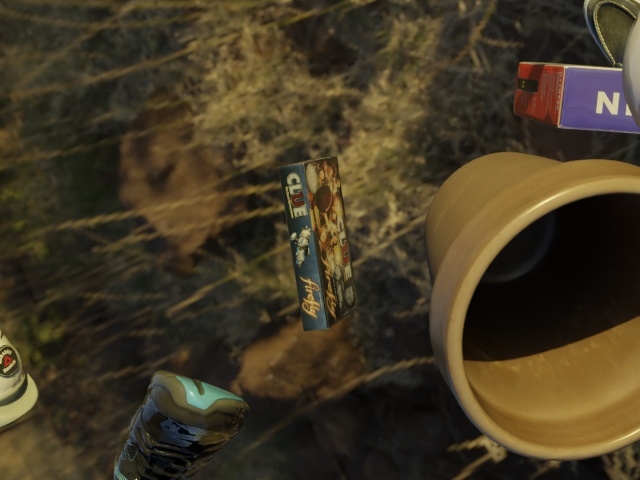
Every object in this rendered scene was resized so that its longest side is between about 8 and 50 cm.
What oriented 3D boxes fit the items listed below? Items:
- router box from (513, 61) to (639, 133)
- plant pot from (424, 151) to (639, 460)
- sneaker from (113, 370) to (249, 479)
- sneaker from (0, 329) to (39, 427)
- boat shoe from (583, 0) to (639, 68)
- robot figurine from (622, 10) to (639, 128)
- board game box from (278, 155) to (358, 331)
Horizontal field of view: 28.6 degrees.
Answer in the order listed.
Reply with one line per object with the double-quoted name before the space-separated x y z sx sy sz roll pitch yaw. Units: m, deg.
"router box" 0.461 -0.194 1.742 0.301 0.335 0.082 -98 12 -81
"plant pot" 0.200 0.027 1.125 0.229 0.263 0.263 -121 15 -63
"sneaker" -0.176 0.255 1.522 0.125 0.140 0.341 23 155 -6
"sneaker" -0.468 0.116 1.379 0.330 0.122 0.146 -2 119 24
"boat shoe" 0.539 -0.273 2.029 0.335 0.119 0.121 52 128 4
"robot figurine" 0.396 -0.145 1.076 0.209 0.278 0.174 180 94 -70
"board game box" 0.000 0.000 1.890 0.165 0.042 0.243 -26 -72 -71
